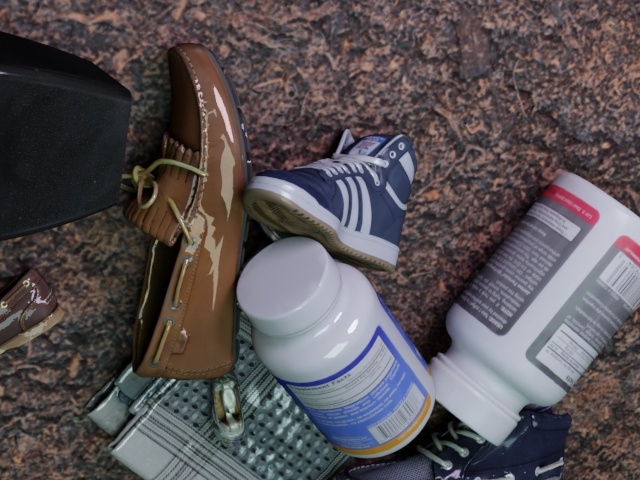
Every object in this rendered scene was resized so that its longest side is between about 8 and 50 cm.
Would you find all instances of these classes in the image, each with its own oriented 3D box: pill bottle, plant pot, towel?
[{"bbox_3d":[0.266,0.089,1.706,0.176,0.176,0.318,39,91,-27],"label":"pill bottle"},{"bbox_3d":[0.015,0.119,1.587,0.152,0.152,0.272,-37,132,-1],"label":"pill bottle"},{"bbox_3d":[-0.301,-0.116,1.453,0.167,0.187,0.188,-3,113,-31],"label":"plant pot"},{"bbox_3d":[-0.081,0.203,1.720,0.312,0.056,0.324,-44,117,3],"label":"towel"}]

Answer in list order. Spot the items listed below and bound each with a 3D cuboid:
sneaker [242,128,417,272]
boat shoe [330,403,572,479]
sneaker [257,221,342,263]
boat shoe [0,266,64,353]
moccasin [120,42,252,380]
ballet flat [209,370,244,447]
[{"bbox_3d":[0.018,-0.070,1.559,0.282,0.099,0.153,29,75,-57],"label":"sneaker"},{"bbox_3d":[0.171,0.276,1.807,0.340,0.127,0.158,3,104,-28],"label":"boat shoe"},{"bbox_3d":[0.000,0.000,1.660,0.075,0.057,0.161,-44,115,9],"label":"sneaker"},{"bbox_3d":[-0.393,0.106,1.569,0.207,0.073,0.073,-35,116,-10],"label":"boat shoe"},{"bbox_3d":[-0.161,-0.029,1.551,0.147,0.139,0.380,-1,111,-20],"label":"moccasin"},{"bbox_3d":[-0.110,0.205,1.666,0.041,0.041,0.114,-13,115,-13],"label":"ballet flat"}]
